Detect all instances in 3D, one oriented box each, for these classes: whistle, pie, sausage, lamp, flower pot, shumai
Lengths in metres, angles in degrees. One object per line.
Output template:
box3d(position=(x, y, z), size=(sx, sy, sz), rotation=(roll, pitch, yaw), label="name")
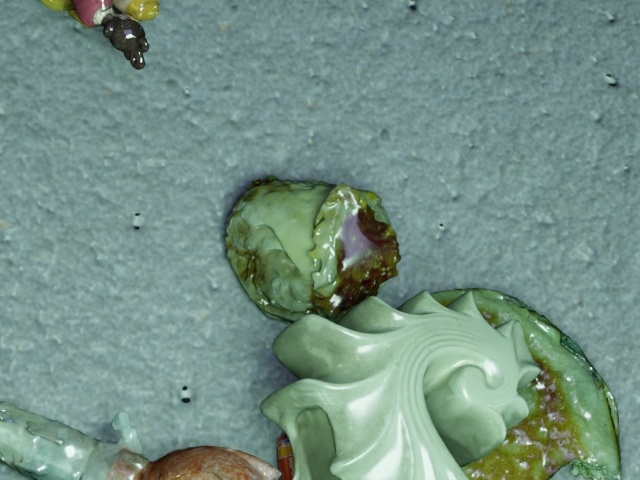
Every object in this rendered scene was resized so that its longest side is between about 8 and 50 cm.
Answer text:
box3d(position=(-0.169, 0.246, 1.842), size=(0.346, 0.134, 0.142), rotation=(23, 107, 7), label="whistle")
box3d(position=(0.165, 0.187, 1.957), size=(0.303, 0.067, 0.302), rotation=(3, 68, -9), label="pie")
box3d(position=(-0.024, 0.251, 1.913), size=(0.034, 0.034, 0.129), rotation=(-1, 69, -12), label="sausage")
box3d(position=(-0.247, -0.291, 2.038), size=(0.253, 0.118, 0.118), rotation=(41, 67, 14), label="lamp")
box3d(position=(0.097, 0.235, 1.800), size=(0.254, 0.164, 0.367), rotation=(-4, 73, -26), label="flower pot")
box3d(position=(-0.006, -0.003, 1.959), size=(0.184, 0.142, 0.184), rotation=(5, 68, -13), label="shumai")
